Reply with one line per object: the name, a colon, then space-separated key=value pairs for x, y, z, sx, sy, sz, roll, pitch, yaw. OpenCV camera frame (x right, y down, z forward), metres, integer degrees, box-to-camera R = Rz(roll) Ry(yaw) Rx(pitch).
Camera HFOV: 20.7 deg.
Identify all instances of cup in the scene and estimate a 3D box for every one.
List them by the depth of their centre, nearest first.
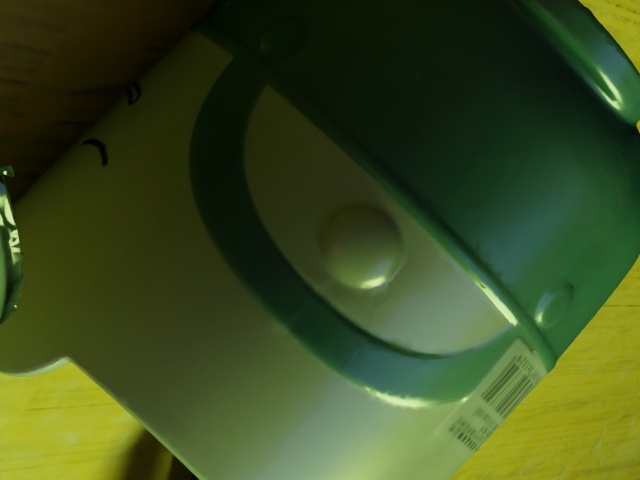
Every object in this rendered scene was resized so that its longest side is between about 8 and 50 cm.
cup: x=0.000 y=0.000 z=0.791 sx=0.257 sy=0.219 sz=0.290 roll=-46 pitch=-176 yaw=-3

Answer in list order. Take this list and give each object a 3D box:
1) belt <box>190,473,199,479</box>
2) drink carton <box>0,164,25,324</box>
belt: x=-0.012 y=0.189 z=1.060 sx=0.267 sy=0.116 sz=0.206 roll=89 pitch=25 yaw=-48
drink carton: x=-0.213 y=0.017 z=0.530 sx=0.189 sy=0.185 sz=0.191 roll=-44 pitch=155 yaw=-32
